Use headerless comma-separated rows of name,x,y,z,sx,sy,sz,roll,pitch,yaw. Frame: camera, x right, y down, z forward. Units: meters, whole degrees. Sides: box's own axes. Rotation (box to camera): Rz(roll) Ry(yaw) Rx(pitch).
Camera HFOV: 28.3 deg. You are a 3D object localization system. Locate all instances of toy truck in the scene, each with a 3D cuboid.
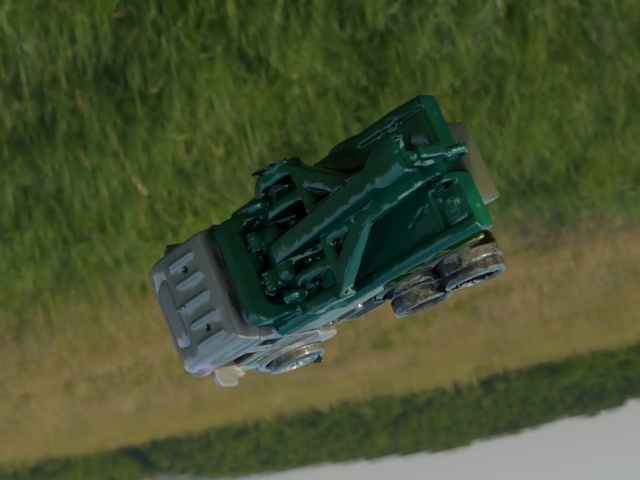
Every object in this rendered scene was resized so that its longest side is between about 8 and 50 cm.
toy truck,0.003,0.000,1.136,0.178,0.176,0.363,-6,159,-48
